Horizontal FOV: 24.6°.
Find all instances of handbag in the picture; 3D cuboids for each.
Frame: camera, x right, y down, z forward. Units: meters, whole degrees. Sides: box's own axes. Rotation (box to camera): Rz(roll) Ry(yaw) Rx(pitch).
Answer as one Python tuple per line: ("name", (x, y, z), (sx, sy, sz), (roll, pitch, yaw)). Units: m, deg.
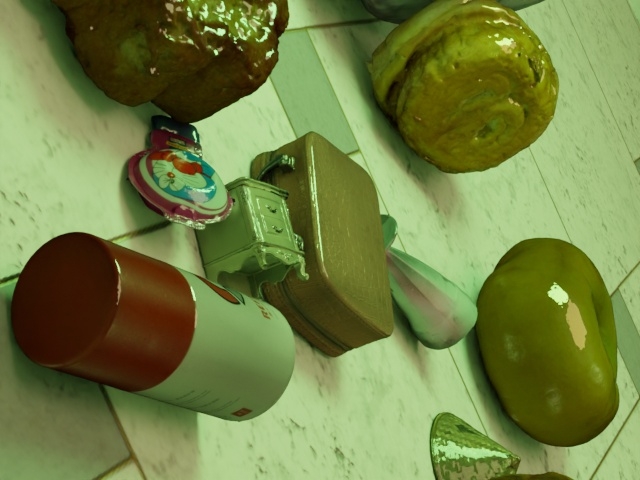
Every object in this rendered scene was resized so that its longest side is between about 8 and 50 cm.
("handbag", (0.000, 0.000, 1.369), (0.151, 0.072, 0.193), (37, 39, -48))

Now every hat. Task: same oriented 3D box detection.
("hat", (0.179, 0.238, 1.523), (0.146, 0.067, 0.146), (46, 31, -39))

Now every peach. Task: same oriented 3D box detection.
("peach", (0.275, 0.122, 1.742), (0.251, 0.153, 0.251), (-6, 90, -69))

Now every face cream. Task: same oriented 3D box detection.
("face cream", (-0.113, 0.065, 1.044), (0.214, 0.096, 0.095), (27, 45, -55))

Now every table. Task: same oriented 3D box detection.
("table", (-0.060, 0.000, 1.254), (0.079, 0.062, 0.083), (17, 54, -59))

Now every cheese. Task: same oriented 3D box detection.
("cheese", (-0.115, -0.056, 1.206), (0.095, 0.038, 0.145), (19, 33, -23))

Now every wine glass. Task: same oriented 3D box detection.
("wine glass", (0.092, 0.045, 1.521), (0.155, 0.073, 0.073), (44, 32, -36))

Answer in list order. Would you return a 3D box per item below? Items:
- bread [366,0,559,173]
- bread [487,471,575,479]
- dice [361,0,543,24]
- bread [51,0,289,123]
("bread", (0.176, -0.180, 1.736), (0.236, 0.198, 0.120), (44, 17, -40))
("bread", (0.181, 0.334, 1.248), (0.146, 0.268, 0.268), (-3, 71, -52))
("dice", (0.166, -0.420, 1.738), (0.270, 0.271, 0.270), (111, -30, -80))
("bread", (-0.129, -0.210, 1.214), (0.247, 0.135, 0.232), (45, 43, -42))
